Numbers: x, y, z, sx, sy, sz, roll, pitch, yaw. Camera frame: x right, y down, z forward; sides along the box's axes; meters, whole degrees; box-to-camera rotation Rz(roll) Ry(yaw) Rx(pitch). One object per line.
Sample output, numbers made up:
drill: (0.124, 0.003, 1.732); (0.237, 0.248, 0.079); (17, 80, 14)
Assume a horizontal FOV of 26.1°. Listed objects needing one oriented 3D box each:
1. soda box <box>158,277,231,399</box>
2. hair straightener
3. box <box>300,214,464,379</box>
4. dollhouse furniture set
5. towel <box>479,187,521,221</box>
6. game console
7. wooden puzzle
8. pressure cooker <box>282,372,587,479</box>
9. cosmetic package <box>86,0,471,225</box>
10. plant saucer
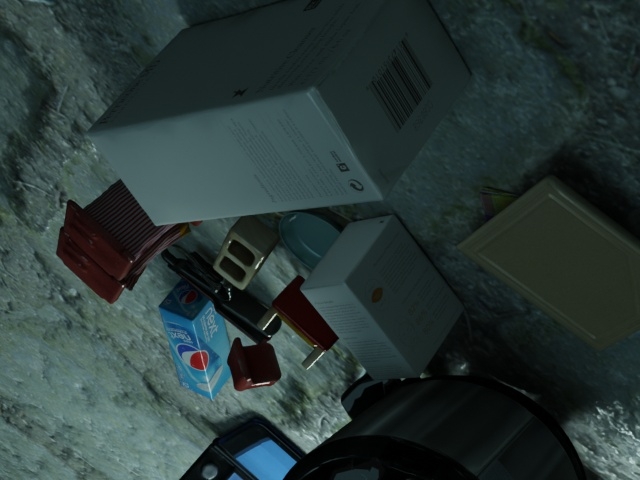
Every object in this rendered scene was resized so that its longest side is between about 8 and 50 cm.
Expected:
soda box: (-0.193, 0.157, 2.180); (0.067, 0.071, 0.210); (21, 144, 24)
hair straightener: (-0.149, 0.061, 2.056); (0.230, 0.047, 0.089); (43, 147, -1)
box: (0.081, 0.074, 1.765); (0.091, 0.130, 0.170); (-11, 124, 50)
dollhouse furniture set: (-0.148, 0.045, 1.854); (0.374, 0.201, 0.152); (41, 148, 4)
towel: (0.221, -0.026, 1.619); (0.060, 0.009, 0.083); (11, 140, 33)
game console: (-0.097, 0.483, 2.420); (0.293, 0.250, 0.173); (42, 174, -8)
wooden puzzle: (0.296, 0.026, 1.581); (0.221, 0.044, 0.239); (36, 152, -7)
pressure cooker: (0.163, 0.378, 1.823); (0.376, 0.420, 0.369); (6, 105, 25)
cosmetic package: (-0.053, -0.150, 1.537); (0.385, 0.217, 0.156); (-5, 129, 43)
plant saucer: (0.000, 0.000, 1.849); (0.119, 0.021, 0.119); (24, 146, 18)
